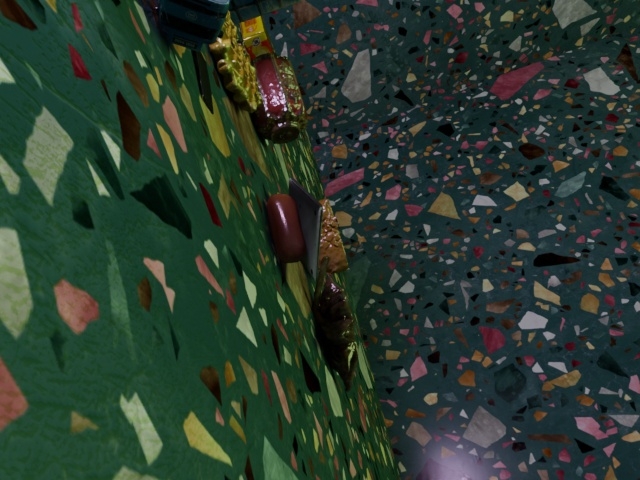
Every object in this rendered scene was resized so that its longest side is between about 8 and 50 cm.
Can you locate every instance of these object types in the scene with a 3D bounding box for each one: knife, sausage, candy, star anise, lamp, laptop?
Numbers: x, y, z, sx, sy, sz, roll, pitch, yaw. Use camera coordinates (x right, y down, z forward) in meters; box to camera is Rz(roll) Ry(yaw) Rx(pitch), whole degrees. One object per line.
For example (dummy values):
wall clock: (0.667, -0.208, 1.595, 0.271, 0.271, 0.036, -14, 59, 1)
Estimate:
knife: (-0.245, -0.369, 1.124, 0.072, 0.019, 0.245, 69, 7, -66)
sausage: (-0.082, -0.031, 1.308, 0.077, 0.077, 0.194, 62, 12, -61)
candy: (-0.222, -0.719, 2.106, 0.276, 0.088, 0.146, 66, 7, -54)
star anise: (0.044, 0.238, 1.543, 0.292, 0.109, 0.349, -113, -170, -49)
lamp: (-0.135, -0.432, 1.653, 0.177, 0.177, 0.274, 56, 19, -71)
laptop: (-0.044, -0.034, 1.344, 0.269, 0.015, 0.188, -131, -138, -62)

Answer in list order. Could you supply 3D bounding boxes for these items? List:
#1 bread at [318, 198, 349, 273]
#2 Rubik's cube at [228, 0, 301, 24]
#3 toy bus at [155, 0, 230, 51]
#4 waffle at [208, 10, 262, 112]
bread: (0.000, 0.000, 1.690, 0.143, 0.139, 0.229, 49, 24, -82)
Rubik's cube: (-0.217, -0.776, 1.460, 0.259, 0.256, 0.253, 56, 16, -72)
toy bus: (-0.208, -0.453, 0.942, 0.134, 0.113, 0.246, 127, -31, -50)
waffle: (-0.225, -0.465, 1.393, 0.283, 0.065, 0.309, -3, 78, -82)
